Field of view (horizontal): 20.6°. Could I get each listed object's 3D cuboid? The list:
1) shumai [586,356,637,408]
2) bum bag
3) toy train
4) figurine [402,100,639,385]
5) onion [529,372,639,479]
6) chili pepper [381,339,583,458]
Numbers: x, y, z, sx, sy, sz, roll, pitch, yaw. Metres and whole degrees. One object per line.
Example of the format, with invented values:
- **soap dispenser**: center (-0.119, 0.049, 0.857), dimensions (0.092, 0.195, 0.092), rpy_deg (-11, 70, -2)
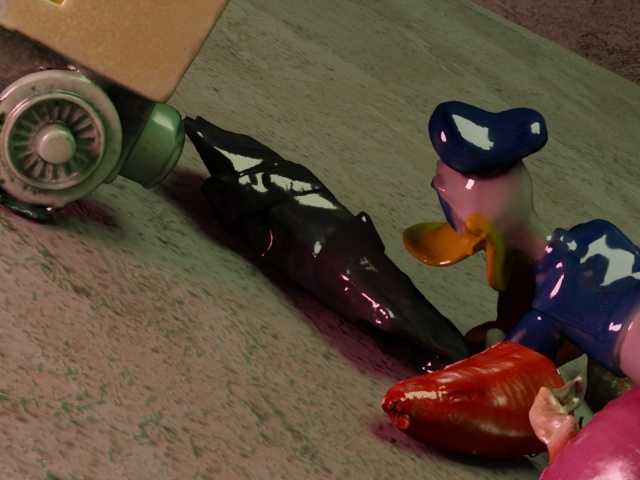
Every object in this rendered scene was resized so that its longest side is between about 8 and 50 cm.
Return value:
- **shumai**: center (0.328, 0.130, 1.446), dimensions (0.209, 0.161, 0.153), rpy_deg (16, -23, 46)
- **bum bag**: center (0.000, 0.000, 1.314), dimensions (0.310, 0.074, 0.137), rpy_deg (40, 8, 26)
- **toy train**: center (-0.234, -0.190, 1.121), dimensions (0.397, 0.253, 0.160), rpy_deg (27, 15, -21)
- **figurine**: center (0.193, 0.016, 1.307), dimensions (0.338, 0.204, 0.283), rpy_deg (48, -15, -17)
- **onion**: center (0.166, 0.172, 0.893), dimensions (0.200, 0.201, 0.207), rpy_deg (28, -12, -13)
- **chili pepper**: center (0.098, 0.108, 1.185), dimensions (0.169, 0.065, 0.088), rpy_deg (3, 41, -51)
